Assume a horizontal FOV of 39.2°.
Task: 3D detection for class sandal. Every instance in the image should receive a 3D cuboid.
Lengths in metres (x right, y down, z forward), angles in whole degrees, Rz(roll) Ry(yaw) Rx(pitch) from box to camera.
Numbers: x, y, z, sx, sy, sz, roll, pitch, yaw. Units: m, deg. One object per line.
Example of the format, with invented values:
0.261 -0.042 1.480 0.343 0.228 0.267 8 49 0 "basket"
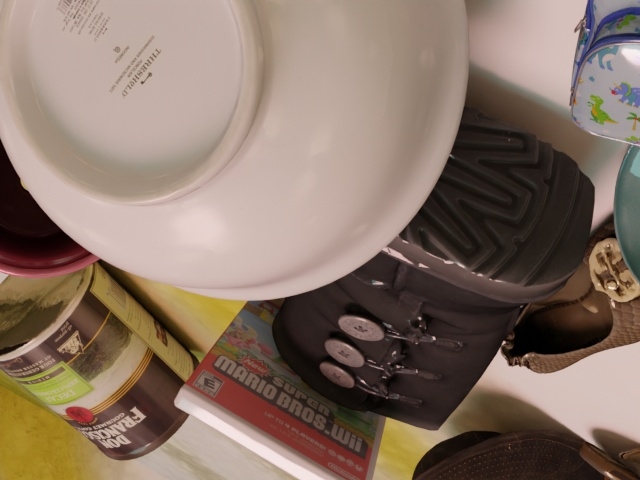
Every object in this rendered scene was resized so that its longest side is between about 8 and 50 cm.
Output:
0.340 0.295 0.980 0.090 0.060 0.219 34 168 51 "sandal"

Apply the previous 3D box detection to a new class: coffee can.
-0.333 0.165 1.316 0.201 0.202 0.275 4 142 43 "coffee can"

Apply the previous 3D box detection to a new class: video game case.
-0.023 0.159 0.968 0.204 0.025 0.285 30 -162 1 "video game case"

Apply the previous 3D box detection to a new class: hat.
0.182 0.327 1.075 0.331 0.331 0.134 49 -174 -31 "hat"

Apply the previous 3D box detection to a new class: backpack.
0.182 -0.102 0.457 0.105 0.084 0.114 17 148 21 "backpack"

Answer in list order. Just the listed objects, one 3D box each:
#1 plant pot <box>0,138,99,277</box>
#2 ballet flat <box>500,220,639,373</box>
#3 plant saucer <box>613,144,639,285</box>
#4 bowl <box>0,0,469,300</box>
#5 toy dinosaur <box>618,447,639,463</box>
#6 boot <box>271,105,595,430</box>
-0.289 -0.063 0.914 0.201 0.201 0.180 38 168 -13 "plant pot"
0.199 0.056 0.711 0.250 0.058 0.084 115 140 -67 "ballet flat"
0.226 -0.020 0.550 0.021 0.119 0.119 -2 161 -20 "plant saucer"
-0.074 -0.098 0.488 0.297 0.298 0.134 25 -163 11 "bowl"
0.396 0.255 0.905 0.183 0.053 0.092 37 169 5 "toy dinosaur"
0.002 0.001 0.787 0.367 0.146 0.445 34 162 9 "boot"
